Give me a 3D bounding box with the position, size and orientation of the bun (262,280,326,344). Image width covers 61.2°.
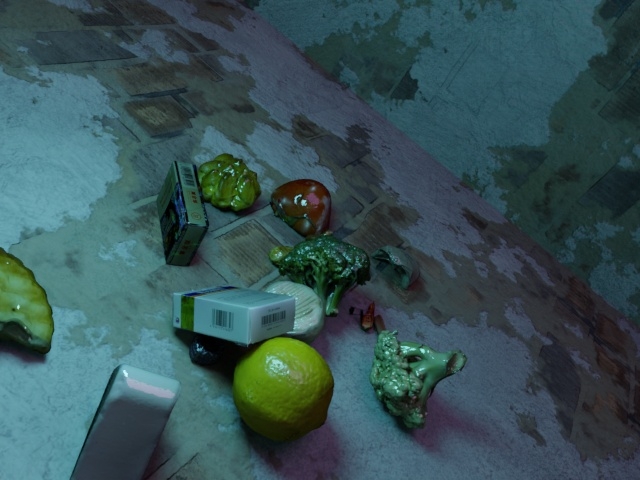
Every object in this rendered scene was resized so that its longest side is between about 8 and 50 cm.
[{"bbox_3d":[-0.098,0.250,1.743,0.239,0.141,0.239,0,52,1],"label":"bun"}]

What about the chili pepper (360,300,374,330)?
[{"bbox_3d":[0.182,0.285,2.034,0.045,0.027,0.178,10,35,9],"label":"chili pepper"}]

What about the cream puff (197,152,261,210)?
[{"bbox_3d":[-0.352,-0.224,2.089,0.244,0.196,0.244,1,27,-1],"label":"cream puff"}]

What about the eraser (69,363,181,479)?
[{"bbox_3d":[-0.441,0.407,1.241,0.150,0.331,0.331,23,37,-14],"label":"eraser"}]

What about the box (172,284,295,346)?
[{"bbox_3d":[-0.248,0.204,1.552,0.299,0.106,0.200,6,7,35],"label":"box"}]

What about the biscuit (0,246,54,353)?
[{"bbox_3d":[-0.780,0.152,1.299,0.335,0.078,0.329,52,12,-3],"label":"biscuit"}]

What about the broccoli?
[{"bbox_3d":[0.024,0.122,1.886,0.304,0.321,0.283,25,69,-62],"label":"broccoli"}]

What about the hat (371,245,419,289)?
[{"bbox_3d":[0.354,0.077,2.338,0.214,0.149,0.245,44,47,12],"label":"hat"}]

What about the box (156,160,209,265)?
[{"bbox_3d":[-0.466,-0.095,1.809,0.084,0.198,0.310,9,43,-33],"label":"box"}]

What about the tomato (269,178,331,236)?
[{"bbox_3d":[-0.048,-0.169,2.257,0.309,0.170,0.309,21,39,-18],"label":"tomato"}]

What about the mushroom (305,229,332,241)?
[{"bbox_3d":[0.001,0.009,2.144,0.109,0.126,0.085,-19,98,-25],"label":"mushroom"}]

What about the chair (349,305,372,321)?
[{"bbox_3d":[0.147,0.272,1.991,0.086,0.037,0.042,10,27,0],"label":"chair"}]

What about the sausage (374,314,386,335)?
[{"bbox_3d":[0.231,0.353,1.990,0.043,0.043,0.186,13,40,-28],"label":"sausage"}]

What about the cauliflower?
[{"bbox_3d":[0.285,0.429,1.738,0.260,0.281,0.327,-14,67,-42],"label":"cauliflower"}]

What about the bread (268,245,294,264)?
[{"bbox_3d":[-0.030,0.075,2.074,0.368,0.084,0.077,8,83,-31],"label":"bread"}]

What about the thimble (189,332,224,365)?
[{"bbox_3d":[-0.326,0.307,1.570,0.095,0.066,0.104,25,36,-9],"label":"thimble"}]

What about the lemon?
[{"bbox_3d":[-0.101,0.400,1.470,0.293,0.293,0.293,22,37,-18],"label":"lemon"}]
